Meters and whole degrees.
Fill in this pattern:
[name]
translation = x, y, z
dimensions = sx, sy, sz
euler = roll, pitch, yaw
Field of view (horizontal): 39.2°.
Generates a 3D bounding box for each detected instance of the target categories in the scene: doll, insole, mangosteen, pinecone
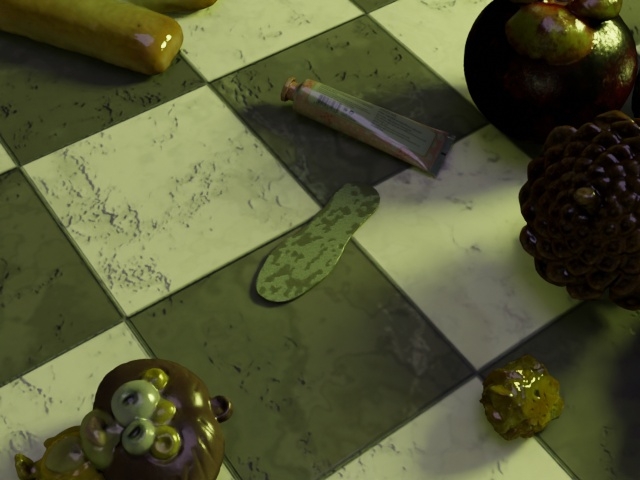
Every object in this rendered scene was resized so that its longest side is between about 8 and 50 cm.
[doll]
translation = -0.165, 0.183, 0.767
dimensions = 0.188, 0.096, 0.145
euler = -40, 55, -17
[insole]
translation = 0.000, 0.000, 0.968
dimensions = 0.065, 0.006, 0.193
euler = 29, 56, 19
[mangosteen]
translation = 0.261, -0.209, 1.022
dimensions = 0.210, 0.210, 0.210
euler = 1, 52, -2
[pinecone]
translation = 0.307, -0.031, 0.900
dimensions = 0.208, 0.207, 0.207
euler = 1, 52, -2

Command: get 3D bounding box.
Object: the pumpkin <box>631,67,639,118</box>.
[pumpkin]
translation = 0.438, -0.138, 1.035
dimensions = 0.183, 0.107, 0.119
euler = 34, 65, 10

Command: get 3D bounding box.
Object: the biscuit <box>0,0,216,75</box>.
[biscuit]
translation = -0.288, -0.332, 1.179
dimensions = 0.291, 0.062, 0.237
euler = 20, 53, 11

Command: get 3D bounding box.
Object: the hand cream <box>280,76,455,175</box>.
[hand cream]
translation = 0.053, -0.141, 1.063
dimensions = 0.210, 0.043, 0.067
euler = 25, 57, 9

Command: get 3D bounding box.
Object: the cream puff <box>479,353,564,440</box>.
[cream puff]
translation = 0.183, 0.146, 0.836
dimensions = 0.058, 0.083, 0.083
euler = -3, 52, 48
